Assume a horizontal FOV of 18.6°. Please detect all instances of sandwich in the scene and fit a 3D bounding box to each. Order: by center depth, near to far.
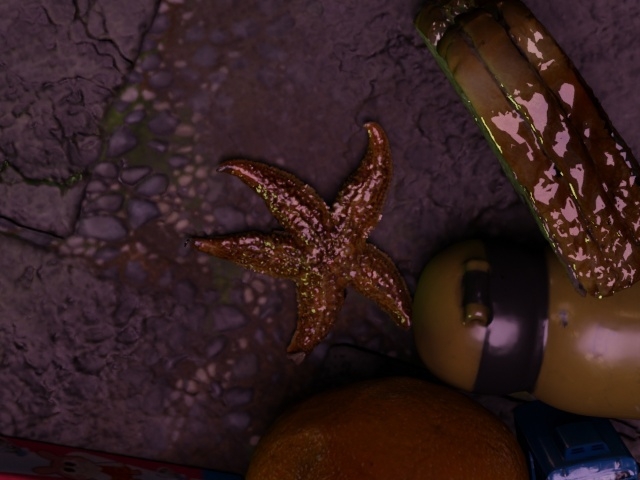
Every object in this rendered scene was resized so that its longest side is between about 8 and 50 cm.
[{"bbox_3d":[0.181,-0.101,1.649,0.095,0.273,0.249,-31,106,5],"label":"sandwich"}]

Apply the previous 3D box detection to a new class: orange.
[{"bbox_3d":[0.063,0.238,1.756,0.264,0.264,0.264,-2,108,-5],"label":"orange"}]

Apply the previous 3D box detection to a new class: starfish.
[{"bbox_3d":[0.000,0.000,1.785,0.227,0.043,0.240,21,102,-13],"label":"starfish"}]

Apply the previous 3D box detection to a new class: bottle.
[{"bbox_3d":[0.258,0.075,1.771,0.351,0.171,0.171,6,107,-5],"label":"bottle"}]

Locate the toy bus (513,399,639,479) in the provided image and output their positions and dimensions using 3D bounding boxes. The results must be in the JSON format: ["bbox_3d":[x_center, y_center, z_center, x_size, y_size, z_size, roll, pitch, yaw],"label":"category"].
[{"bbox_3d":[0.237,0.215,1.801,0.090,0.184,0.106,-9,106,-3],"label":"toy bus"}]

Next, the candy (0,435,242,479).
[{"bbox_3d":[-0.230,0.283,1.821,0.306,0.100,0.157,11,107,-8],"label":"candy"}]
